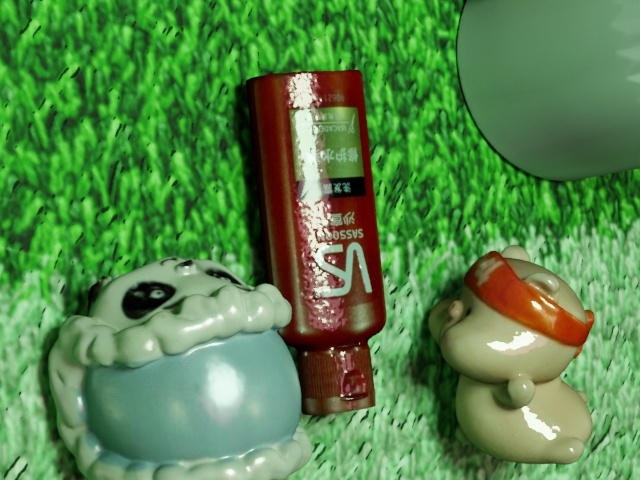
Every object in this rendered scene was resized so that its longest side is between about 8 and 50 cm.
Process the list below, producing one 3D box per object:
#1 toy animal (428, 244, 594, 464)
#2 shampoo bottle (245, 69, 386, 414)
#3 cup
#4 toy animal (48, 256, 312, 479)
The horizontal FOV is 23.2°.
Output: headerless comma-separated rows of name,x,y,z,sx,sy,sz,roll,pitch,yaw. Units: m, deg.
toy animal,0.185,0.107,1.481,0.171,0.171,0.198,-13,100,-35
shampoo bottle,0.000,-0.001,1.422,0.118,0.076,0.314,-5,89,-38
cup,0.321,-0.197,1.497,0.253,0.371,0.253,2,86,-27
toy animal,-0.101,0.115,1.296,0.208,0.156,0.204,-10,96,-39
